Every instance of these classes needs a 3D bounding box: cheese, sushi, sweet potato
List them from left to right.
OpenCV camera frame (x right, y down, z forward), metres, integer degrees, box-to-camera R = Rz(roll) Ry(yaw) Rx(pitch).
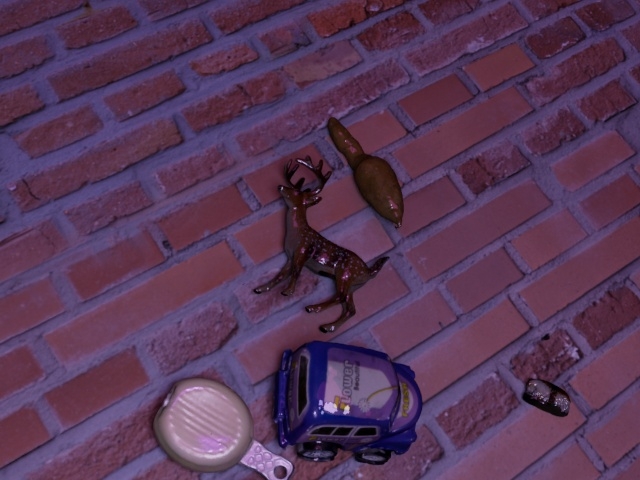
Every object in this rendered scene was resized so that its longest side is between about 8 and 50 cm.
[{"bbox_3d":[-0.142,0.301,1.254,0.227,0.064,0.137,30,66,4],"label":"cheese"},{"bbox_3d":[0.092,-0.124,1.508,0.074,0.075,0.269,-20,61,-21],"label":"sweet potato"},{"bbox_3d":[0.389,0.263,1.406,0.083,0.044,0.046,26,63,-2],"label":"sushi"}]

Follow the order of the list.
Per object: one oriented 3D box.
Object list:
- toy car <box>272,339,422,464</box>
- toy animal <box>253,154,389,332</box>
[{"bbox_3d":[0.054,0.242,1.269,0.235,0.158,0.172,9,63,-16],"label":"toy car"},{"bbox_3d":[-0.009,0.006,1.429,0.243,0.087,0.260,36,60,-10],"label":"toy animal"}]
